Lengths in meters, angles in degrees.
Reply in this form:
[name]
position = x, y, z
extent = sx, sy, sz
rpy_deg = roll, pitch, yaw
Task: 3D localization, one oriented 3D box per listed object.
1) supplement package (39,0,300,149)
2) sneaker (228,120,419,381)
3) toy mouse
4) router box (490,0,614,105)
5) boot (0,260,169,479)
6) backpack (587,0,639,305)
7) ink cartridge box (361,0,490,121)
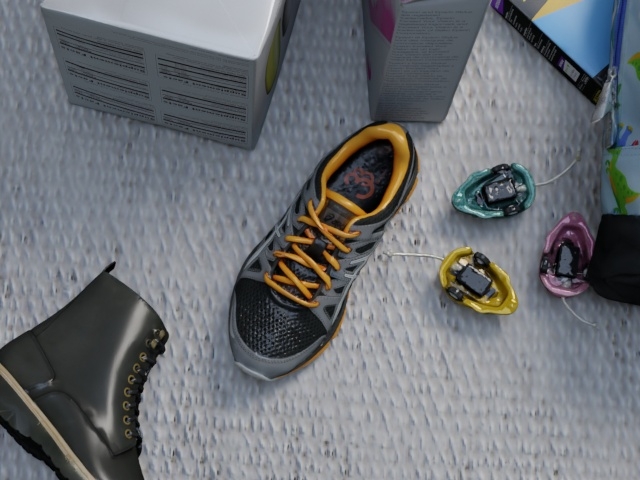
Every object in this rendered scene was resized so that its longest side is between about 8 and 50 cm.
[supplement package]
position = -0.089, -0.195, 1.193
extent = 0.149, 0.203, 0.194
rpy_deg = 15, 76, 1
[sneaker]
position = 0.000, 0.000, 1.211
extent = 0.084, 0.083, 0.215
rpy_deg = 29, 78, 3
[toy mouse]
position = 0.149, -0.005, 1.244
extent = 0.161, 0.031, 0.143
rpy_deg = 31, 77, 5
[router box]
position = 0.237, -0.197, 1.288
extent = 0.133, 0.046, 0.179
rpy_deg = 44, 79, 8
[boot]
position = -0.131, 0.118, 1.183
extent = 0.198, 0.077, 0.137
rpy_deg = 45, 73, 7
[backpack]
position = 0.333, -0.143, 1.160
extent = 0.290, 0.273, 0.355
rpy_deg = 3, 75, 2
[ink cartridge box]
position = 0.065, -0.282, 1.157
extent = 0.071, 0.330, 0.324
rpy_deg = -2, 75, -3
